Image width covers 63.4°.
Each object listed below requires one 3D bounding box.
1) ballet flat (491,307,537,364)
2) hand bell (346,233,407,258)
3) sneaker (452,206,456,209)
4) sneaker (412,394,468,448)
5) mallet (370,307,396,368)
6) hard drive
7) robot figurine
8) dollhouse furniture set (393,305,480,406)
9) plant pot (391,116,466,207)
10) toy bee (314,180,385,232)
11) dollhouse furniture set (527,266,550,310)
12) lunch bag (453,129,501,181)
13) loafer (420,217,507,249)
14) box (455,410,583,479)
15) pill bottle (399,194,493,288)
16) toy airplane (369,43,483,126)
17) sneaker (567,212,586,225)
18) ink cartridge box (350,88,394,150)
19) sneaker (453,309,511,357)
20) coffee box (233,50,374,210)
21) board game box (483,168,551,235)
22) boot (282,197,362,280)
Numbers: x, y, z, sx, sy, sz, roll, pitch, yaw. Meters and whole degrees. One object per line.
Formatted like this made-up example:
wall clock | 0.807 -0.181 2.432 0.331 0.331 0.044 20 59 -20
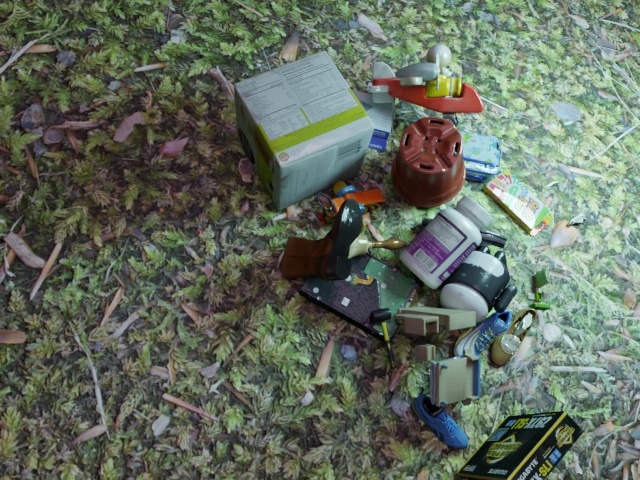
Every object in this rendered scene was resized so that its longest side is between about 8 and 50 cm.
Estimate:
ballet flat | 0.647 0.312 1.728 0.080 0.073 0.232 38 68 6
hand bell | 0.178 0.015 1.712 0.242 0.126 0.126 1 67 -23
sneaker | 0.543 -0.085 1.890 0.135 0.052 0.058 19 70 0
sneaker | 0.372 0.556 1.582 0.209 0.082 0.069 43 66 8
mallet | 0.197 0.306 1.617 0.063 0.039 0.189 -1 72 -11
hard drive | 0.131 0.159 1.718 0.339 0.064 0.236 28 67 4
robot figurine | 0.517 0.150 1.726 0.173 0.209 0.278 44 67 -8
dollhouse furniture set | 0.324 0.366 1.582 0.287 0.198 0.303 1 88 -41
plant pot | 0.377 -0.281 1.787 0.273 0.265 0.272 -2 77 9
toy bee | 0.069 -0.120 1.795 0.299 0.162 0.195 14 55 -30
dollhouse furniture set | 0.757 0.167 1.804 0.059 0.076 0.151 7 68 -7
lunch bag | 0.572 -0.320 1.972 0.219 0.090 0.175 13 69 -2
loafer | 0.501 -0.003 1.834 0.303 0.109 0.095 13 86 3
box | 0.549 0.601 1.459 0.257 0.322 0.079 -36 78 -20
pill bottle | 0.418 0.001 1.711 0.169 0.169 0.301 44 97 10
toy airplane | 0.370 -0.585 1.887 0.385 0.272 0.386 6 26 -31
sneaker | 0.973 -0.074 1.961 0.083 0.032 0.037 -31 75 -18
ink cartridge box | 0.165 -0.469 1.992 0.224 0.045 0.223 12 67 -4
sneaker | 0.533 0.299 1.687 0.091 0.126 0.240 44 68 10
coffee box | -0.069 -0.362 1.751 0.338 0.337 0.334 -26 74 -15
board game box | 0.750 -0.143 1.956 0.124 0.039 0.259 -39 81 -20
boot | 0.000 0.000 1.652 0.096 0.281 0.263 11 82 -40
